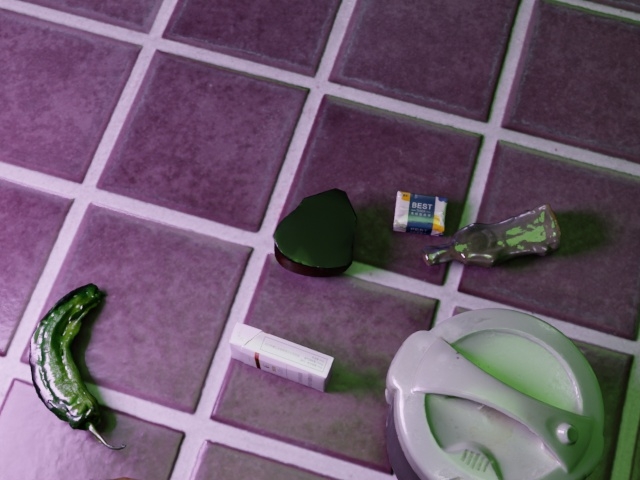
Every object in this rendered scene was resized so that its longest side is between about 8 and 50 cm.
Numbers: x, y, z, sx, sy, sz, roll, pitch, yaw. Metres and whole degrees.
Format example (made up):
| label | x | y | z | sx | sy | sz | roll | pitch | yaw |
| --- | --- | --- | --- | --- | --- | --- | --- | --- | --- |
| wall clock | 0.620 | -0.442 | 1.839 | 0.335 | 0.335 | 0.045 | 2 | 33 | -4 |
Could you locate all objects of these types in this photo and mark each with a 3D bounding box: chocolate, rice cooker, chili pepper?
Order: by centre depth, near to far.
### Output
| label | x | y | z | sx | sy | sz | roll | pitch | yaw |
| --- | --- | --- | --- | --- | --- | --- | --- | --- | --- |
| rice cooker | 0.225 | 0.244 | 1.300 | 0.289 | 0.277 | 0.288 | 0 | 66 | 1 |
| chili pepper | -0.368 | 0.198 | 1.433 | 0.122 | 0.065 | 0.278 | -15 | 64 | -2 |
| chocolate | 0.000 | 0.000 | 1.510 | 0.125 | 0.080 | 0.148 | 42 | 66 | 3 |

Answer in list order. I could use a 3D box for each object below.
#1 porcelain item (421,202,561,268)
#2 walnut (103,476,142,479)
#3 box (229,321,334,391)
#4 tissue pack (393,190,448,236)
| label | x | y | z | sx | sy | sz | roll | pitch | yaw |
| --- | --- | --- | --- | --- | --- | --- | --- | --- | --- |
| porcelain item | 0.267 | 0.007 | 1.509 | 0.216 | 0.069 | 0.081 | -15 | 72 | -7 |
| walnut | -0.277 | 0.453 | 1.198 | 0.333 | 0.333 | 0.332 | 0 | 67 | 0 |
| box | -0.058 | 0.176 | 1.431 | 0.155 | 0.084 | 0.040 | 20 | 70 | 8 |
| tissue pack | 0.161 | -0.042 | 1.544 | 0.083 | 0.042 | 0.062 | 8 | 70 | 4 |
